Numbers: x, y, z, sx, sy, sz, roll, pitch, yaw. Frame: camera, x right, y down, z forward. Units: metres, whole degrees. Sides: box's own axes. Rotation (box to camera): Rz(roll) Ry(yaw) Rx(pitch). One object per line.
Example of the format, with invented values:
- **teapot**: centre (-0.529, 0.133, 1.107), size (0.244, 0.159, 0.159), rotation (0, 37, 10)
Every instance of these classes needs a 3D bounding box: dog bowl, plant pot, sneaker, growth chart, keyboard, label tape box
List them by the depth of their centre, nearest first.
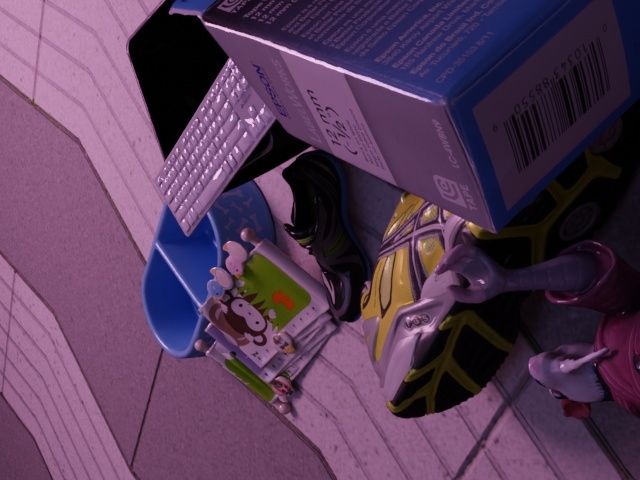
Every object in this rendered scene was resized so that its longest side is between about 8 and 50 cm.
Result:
- **label tape box**: centre (0.076, -0.176, 0.641), size (0.347, 0.249, 0.115), rotation (31, 159, 50)
- **sneaker**: centre (0.124, -0.016, 0.744), size (0.147, 0.145, 0.385), rotation (59, 134, 37)
- **keyboard**: centre (-0.093, -0.093, 0.811), size (0.256, 0.014, 0.072), rotation (-46, 67, 48)
- **plant pot**: centre (-0.062, -0.162, 0.896), size (0.187, 0.167, 0.188), rotation (-26, 83, 51)
- **sneaker**: centre (0.000, 0.000, 0.945), size (0.067, 0.078, 0.188), rotation (-4, 104, 50)
- **growth chart**: centre (-0.069, 0.098, 1.060), size (0.172, 0.021, 0.237), rotation (33, 132, 3)
- **dog bowl**: centre (-0.157, 0.038, 1.156), size (0.166, 0.074, 0.297), rotation (51, 136, 27)

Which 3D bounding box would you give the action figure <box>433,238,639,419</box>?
- **action figure**: centre (0.262, 0.058, 0.585), size (0.248, 0.275, 0.370), rotation (64, 163, 5)
